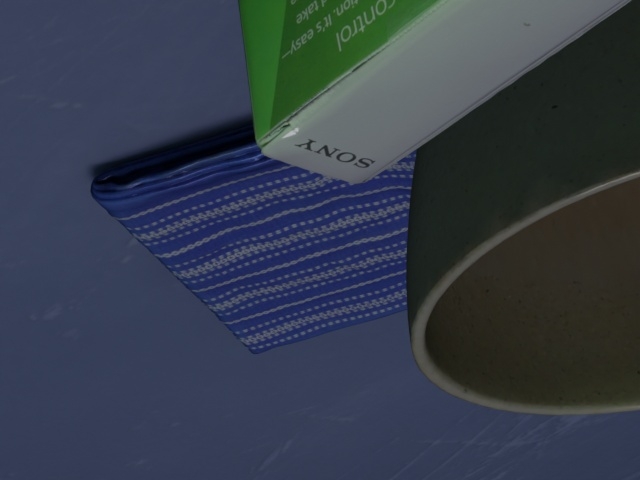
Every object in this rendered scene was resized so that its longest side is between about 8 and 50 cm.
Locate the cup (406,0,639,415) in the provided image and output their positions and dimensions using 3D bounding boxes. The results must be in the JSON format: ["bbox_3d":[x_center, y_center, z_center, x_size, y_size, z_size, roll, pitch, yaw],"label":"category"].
[{"bbox_3d":[0.196,-0.069,0.959,0.331,0.237,0.331,-7,152,-4],"label":"cup"}]

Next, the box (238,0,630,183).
[{"bbox_3d":[0.051,-0.210,0.559,0.058,0.322,0.232,19,142,-37],"label":"box"}]

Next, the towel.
[{"bbox_3d":[0.000,0.000,1.238,0.243,0.040,0.336,-16,152,13],"label":"towel"}]
